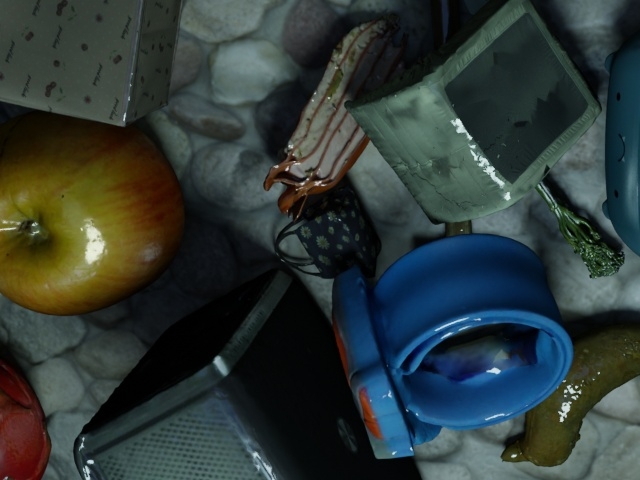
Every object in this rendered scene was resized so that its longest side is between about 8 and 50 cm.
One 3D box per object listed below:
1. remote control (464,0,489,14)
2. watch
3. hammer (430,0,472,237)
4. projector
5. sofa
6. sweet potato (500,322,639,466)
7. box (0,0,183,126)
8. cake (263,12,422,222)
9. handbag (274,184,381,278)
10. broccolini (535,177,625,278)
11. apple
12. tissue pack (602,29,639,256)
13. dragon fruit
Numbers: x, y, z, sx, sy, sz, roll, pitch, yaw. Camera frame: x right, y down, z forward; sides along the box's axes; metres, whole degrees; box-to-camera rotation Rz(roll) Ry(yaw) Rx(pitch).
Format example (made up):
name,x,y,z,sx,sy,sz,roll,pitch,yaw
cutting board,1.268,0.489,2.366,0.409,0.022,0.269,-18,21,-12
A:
name,x,y,z,sx,sy,sz,roll,pitch,yaw
remote control,0.243,-0.333,1.298,0.162,0.029,0.061,-24,108,12
watch,0.176,0.149,1.352,0.274,0.241,0.305,-21,139,9
hammer,0.166,-0.126,1.371,0.111,0.043,0.365,-2,103,12
projector,-0.064,0.295,1.342,0.242,0.395,0.405,-30,99,15
sofa,0.190,-0.159,1.295,0.225,0.176,0.210,-46,106,-23
sweet potato,0.339,0.191,1.397,0.124,0.098,0.310,38,108,-24
box,-0.334,-0.287,1.336,0.297,0.190,0.225,14,108,8
cake,0.024,-0.157,1.367,0.098,0.135,0.287,35,89,4
handbag,0.000,0.000,1.419,0.139,0.072,0.115,-14,124,30
broccolini,0.295,-0.044,1.365,0.239,0.051,0.054,47,118,-2
apple,-0.320,-0.039,1.380,0.286,0.233,0.286,3,107,12
tissue pack,0.435,-0.114,1.233,0.198,0.206,0.287,-13,109,-27
dragon fruit,-0.495,0.274,1.510,0.241,0.241,0.252,-17,83,15
